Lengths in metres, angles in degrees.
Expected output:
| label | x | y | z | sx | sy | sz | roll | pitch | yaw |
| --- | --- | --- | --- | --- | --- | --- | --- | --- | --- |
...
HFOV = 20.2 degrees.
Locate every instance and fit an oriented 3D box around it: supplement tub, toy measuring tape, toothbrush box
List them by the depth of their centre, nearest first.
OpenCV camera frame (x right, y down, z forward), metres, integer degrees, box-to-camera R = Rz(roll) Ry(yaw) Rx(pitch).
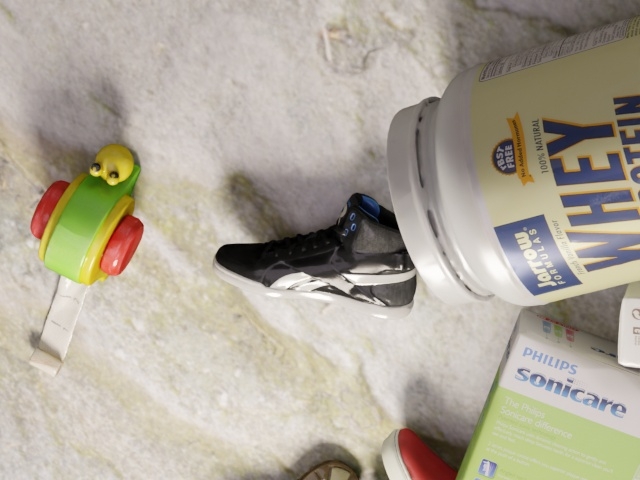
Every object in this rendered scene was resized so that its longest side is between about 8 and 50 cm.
| label | x | y | z | sx | sy | sz | roll | pitch | yaw |
| --- | --- | --- | --- | --- | --- | --- | --- | --- | --- |
| supplement tub | 0.249 | -0.072 | 1.661 | 0.325 | 0.235 | 0.235 | -16 | 109 | 24 |
| toothbrush box | 0.250 | 0.242 | 1.830 | 0.206 | 0.122 | 0.283 | 20 | 103 | 3 |
| toy measuring tape | -0.274 | 0.037 | 1.963 | 0.121 | 0.121 | 0.330 | 28 | 121 | 4 |

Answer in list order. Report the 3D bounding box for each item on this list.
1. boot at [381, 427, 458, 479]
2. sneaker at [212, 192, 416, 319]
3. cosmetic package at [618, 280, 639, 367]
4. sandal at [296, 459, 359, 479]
| label | x | y | z | sx | sy | sz | roll | pitch | yaw |
| --- | --- | --- | --- | --- | --- | --- | --- | --- | --- |
| boot | 0.193 | 0.272 | 1.941 | 0.176 | 0.088 | 0.244 | -32 | 106 | 25 |
| sneaker | 0.000 | 0.000 | 1.879 | 0.217 | 0.079 | 0.121 | 11 | 115 | 4 |
| cosmetic package | 0.414 | 0.075 | 1.748 | 0.231 | 0.117 | 0.085 | 7 | 117 | 17 |
| sandal | -0.043 | 0.320 | 2.061 | 0.090 | 0.060 | 0.219 | 42 | 106 | -12 |
